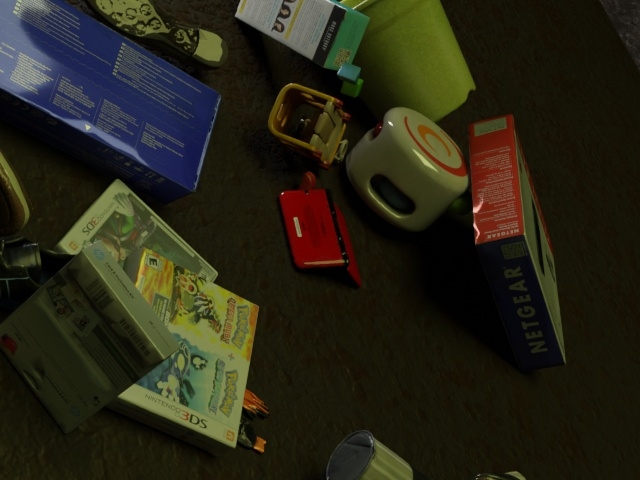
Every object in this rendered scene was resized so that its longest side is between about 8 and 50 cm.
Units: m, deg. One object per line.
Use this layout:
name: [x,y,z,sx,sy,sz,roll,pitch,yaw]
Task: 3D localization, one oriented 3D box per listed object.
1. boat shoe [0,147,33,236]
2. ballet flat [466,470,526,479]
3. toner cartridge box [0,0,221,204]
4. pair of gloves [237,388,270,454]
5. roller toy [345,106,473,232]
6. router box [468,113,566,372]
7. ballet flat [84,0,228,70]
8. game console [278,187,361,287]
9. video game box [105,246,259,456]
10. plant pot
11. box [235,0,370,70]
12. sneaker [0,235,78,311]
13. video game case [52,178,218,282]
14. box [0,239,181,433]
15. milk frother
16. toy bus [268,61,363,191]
boat shoe: [-0.417,-0.121,1.394,0.257,0.095,0.095,52,28,0]
ballet flat: [0.296,0.410,1.759,0.280,0.095,0.096,47,23,-26]
toner cartridge box: [-0.306,-0.198,1.567,0.348,0.075,0.165,29,58,-30]
pair of gloves: [-0.096,0.228,1.523,0.074,0.010,0.083,36,40,-25]
roller toy: [0.144,-0.117,2.002,0.191,0.146,0.209,16,38,-45]
router box: [0.339,0.007,2.043,0.301,0.082,0.335,-86,158,-45]
ballet flat: [-0.256,-0.328,1.812,0.250,0.058,0.084,24,75,-27]
game console: [0.000,0.000,1.843,0.124,0.085,0.144,-4,57,-16]
video game box: [-0.172,0.137,1.454,0.187,0.048,0.205,31,51,-32]
plant pot: [0.142,-0.334,2.127,0.254,0.276,0.276,57,32,-13]
box: [-0.034,-0.370,1.964,0.060,0.100,0.244,6,23,-47]
sneaker: [-0.372,0.028,1.308,0.232,0.090,0.081,10,52,-46]
video game case: [-0.234,0.028,1.533,0.190,0.022,0.173,45,35,-11]
box: [-0.258,0.108,1.283,0.145,0.186,0.038,52,32,0]
milk frother: [0.067,0.343,1.505,0.135,0.129,0.143,39,30,-26]
toy bus: [-0.021,-0.184,1.899,0.104,0.202,0.191,22,41,10]
